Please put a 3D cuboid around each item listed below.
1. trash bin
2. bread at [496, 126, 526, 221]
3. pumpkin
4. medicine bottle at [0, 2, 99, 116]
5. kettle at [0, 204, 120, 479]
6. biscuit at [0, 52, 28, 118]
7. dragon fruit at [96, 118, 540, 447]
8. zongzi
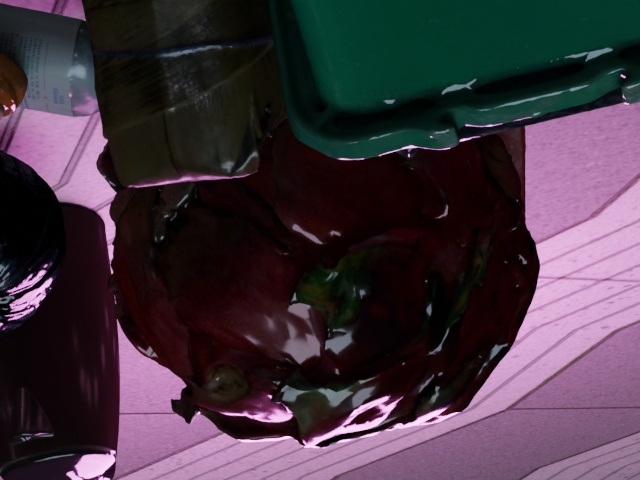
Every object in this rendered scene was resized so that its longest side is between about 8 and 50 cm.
[{"bbox_3d":[0.082,-0.227,0.862,0.295,0.259,0.381,-13,158,7],"label":"trash bin"},{"bbox_3d":[0.068,-0.034,1.580,0.244,0.123,0.190,-13,162,9],"label":"bread"},{"bbox_3d":[-0.303,0.005,1.467,0.202,0.140,0.202,-13,140,-11],"label":"pumpkin"},{"bbox_3d":[-0.184,-0.119,1.231,0.208,0.054,0.090,10,158,-1],"label":"medicine bottle"},{"bbox_3d":[-0.244,0.108,1.643,0.144,0.232,0.202,-11,161,5],"label":"kettle"},{"bbox_3d":[-0.286,-0.121,1.156,0.205,0.049,0.324,17,157,-7],"label":"biscuit"},{"bbox_3d":[0.001,0.002,1.349,0.329,0.329,0.329,-9,160,-3],"label":"dragon fruit"},{"bbox_3d":[-0.069,-0.199,1.112,0.125,0.274,0.251,-6,-158,20],"label":"zongzi"}]
